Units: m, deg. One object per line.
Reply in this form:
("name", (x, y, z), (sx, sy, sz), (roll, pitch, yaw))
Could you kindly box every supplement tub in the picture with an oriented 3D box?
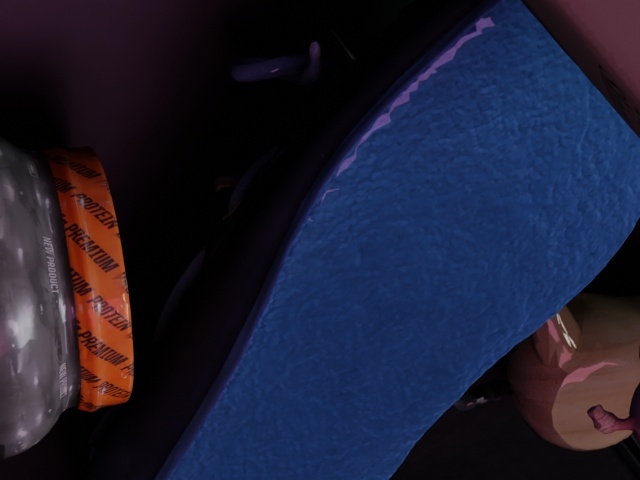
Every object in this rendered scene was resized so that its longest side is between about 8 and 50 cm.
("supplement tub", (-0.164, 0.024, 0.656), (0.190, 0.117, 0.117), (-9, 123, -14))

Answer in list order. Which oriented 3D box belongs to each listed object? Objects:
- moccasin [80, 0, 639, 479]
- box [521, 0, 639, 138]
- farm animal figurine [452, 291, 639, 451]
("moccasin", (0.000, 0.000, 0.696), (0.137, 0.117, 0.342), (28, 112, -34))
("box", (0.068, -0.126, 0.544), (0.094, 0.275, 0.113), (-39, 163, 6))
("farm animal figurine", (0.263, 0.052, 0.761), (0.326, 0.330, 0.172), (-34, 128, -32))
